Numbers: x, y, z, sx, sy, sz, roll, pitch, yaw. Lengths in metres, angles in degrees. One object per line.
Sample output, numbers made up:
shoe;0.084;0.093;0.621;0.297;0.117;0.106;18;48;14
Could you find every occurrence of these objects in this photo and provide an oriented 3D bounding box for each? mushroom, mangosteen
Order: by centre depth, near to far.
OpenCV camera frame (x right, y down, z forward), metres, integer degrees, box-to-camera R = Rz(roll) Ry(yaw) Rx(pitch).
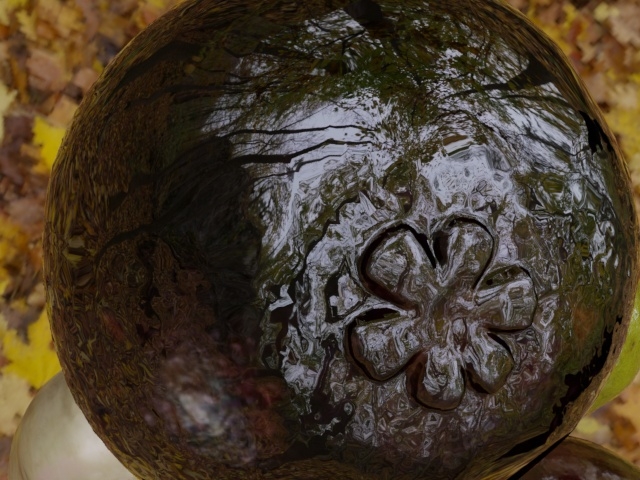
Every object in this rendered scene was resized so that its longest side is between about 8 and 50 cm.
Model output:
mangosteen;0.008;-0.008;0.614;0.297;0.297;0.313;18;33;-18
mushroom;-0.233;0.279;1.478;0.325;0.353;0.353;44;46;-32

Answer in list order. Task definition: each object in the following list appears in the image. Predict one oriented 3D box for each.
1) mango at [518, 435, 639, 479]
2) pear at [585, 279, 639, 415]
mango;0.164;0.193;0.813;0.268;0.111;0.133;12;31;-30
pear;0.334;0.104;1.777;0.375;0.287;0.287;55;36;-46
